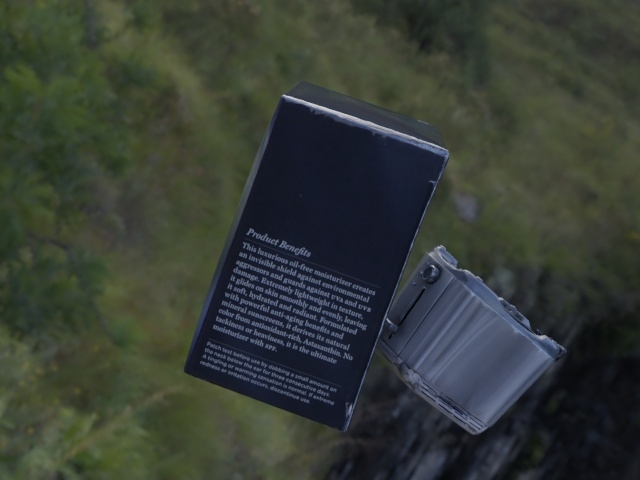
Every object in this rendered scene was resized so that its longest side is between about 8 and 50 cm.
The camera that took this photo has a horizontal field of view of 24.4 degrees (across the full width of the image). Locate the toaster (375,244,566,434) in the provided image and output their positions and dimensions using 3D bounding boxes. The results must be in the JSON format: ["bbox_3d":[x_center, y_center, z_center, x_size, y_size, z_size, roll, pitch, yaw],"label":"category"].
[{"bbox_3d":[0.167,0.123,1.716,0.227,0.146,0.129,38,5,-34],"label":"toaster"}]

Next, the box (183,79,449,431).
[{"bbox_3d":[0.000,0.000,1.545,0.183,0.294,0.296,21,9,-1],"label":"box"}]
